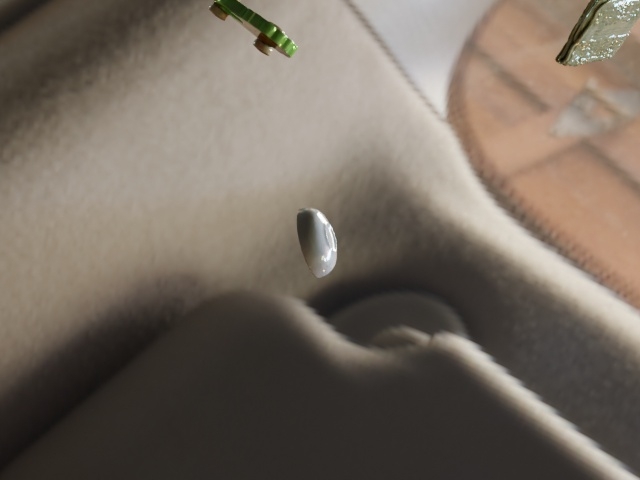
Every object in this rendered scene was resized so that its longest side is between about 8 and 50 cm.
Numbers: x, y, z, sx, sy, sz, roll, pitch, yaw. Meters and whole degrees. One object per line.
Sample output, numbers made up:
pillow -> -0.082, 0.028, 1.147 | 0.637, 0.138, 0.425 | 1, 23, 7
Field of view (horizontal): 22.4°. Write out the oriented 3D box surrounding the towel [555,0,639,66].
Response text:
towel -> 0.348, -0.261, 1.979 | 0.027, 0.110, 0.148 | 43, -148, 21

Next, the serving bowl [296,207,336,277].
serving bowl -> 0.000, 0.000, 1.861 | 0.027, 0.083, 0.083 | -14, -139, 15

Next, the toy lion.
toy lion -> -0.069, -0.231, 1.731 | 0.100, 0.034, 0.096 | 37, 180, -11
